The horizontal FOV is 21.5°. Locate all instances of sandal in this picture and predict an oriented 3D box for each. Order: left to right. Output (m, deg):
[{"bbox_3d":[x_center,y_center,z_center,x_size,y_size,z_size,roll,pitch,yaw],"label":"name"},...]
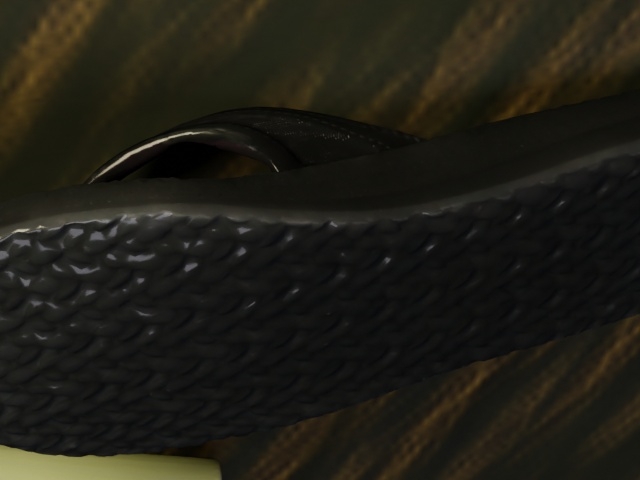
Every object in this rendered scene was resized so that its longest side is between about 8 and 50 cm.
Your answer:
[{"bbox_3d":[0.001,0.002,0.835,0.446,0.107,0.167,-10,134,-21],"label":"sandal"}]

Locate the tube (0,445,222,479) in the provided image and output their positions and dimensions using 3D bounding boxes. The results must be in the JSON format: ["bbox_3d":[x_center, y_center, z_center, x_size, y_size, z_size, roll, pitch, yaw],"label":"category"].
[{"bbox_3d":[-0.177,0.143,0.953,0.240,0.062,0.070,5,88,-10],"label":"tube"}]
